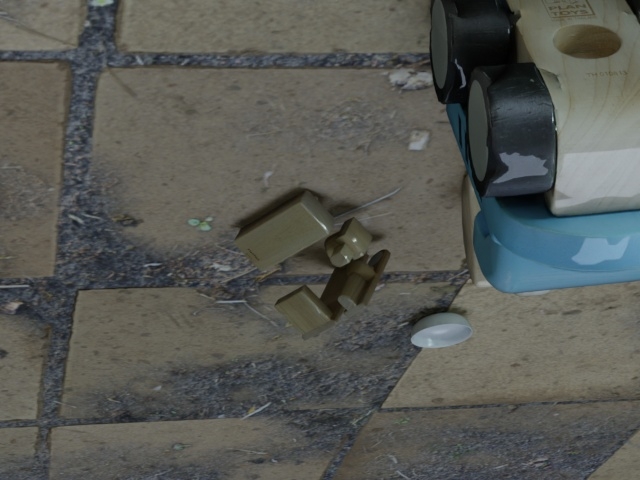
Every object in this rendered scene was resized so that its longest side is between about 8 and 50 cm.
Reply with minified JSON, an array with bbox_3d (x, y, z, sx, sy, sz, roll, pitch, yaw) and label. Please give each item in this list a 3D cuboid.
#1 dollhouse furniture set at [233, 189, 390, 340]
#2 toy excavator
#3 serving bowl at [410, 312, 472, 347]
[{"bbox_3d":[0.000,0.000,1.742,0.144,0.123,0.151,-29,112,39],"label":"dollhouse furniture set"},{"bbox_3d":[0.210,-0.045,1.427,0.222,0.433,0.445,-4,127,-6],"label":"toy excavator"},{"bbox_3d":[0.160,0.116,2.030,0.083,0.027,0.083,-5,156,-2],"label":"serving bowl"}]
